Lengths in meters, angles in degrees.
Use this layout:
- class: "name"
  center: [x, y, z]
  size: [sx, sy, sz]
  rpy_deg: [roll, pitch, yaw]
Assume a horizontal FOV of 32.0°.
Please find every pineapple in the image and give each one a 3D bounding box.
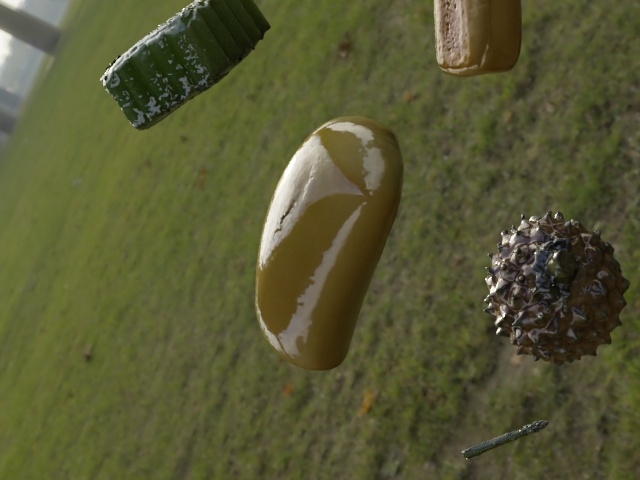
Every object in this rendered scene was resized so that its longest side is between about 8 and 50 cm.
- class: "pineapple"
  center: [0.249, 0.046, 1.183]
  size: [0.193, 0.166, 0.166]
  rpy_deg: [68, -139, -70]

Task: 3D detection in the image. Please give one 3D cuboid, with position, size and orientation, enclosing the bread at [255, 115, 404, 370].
- class: "bread"
  center: [0.000, 0.000, 0.934]
  size: [0.147, 0.098, 0.217]
  rpy_deg: [-97, 20, -58]

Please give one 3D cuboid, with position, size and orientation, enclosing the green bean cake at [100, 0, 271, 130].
- class: "green bean cake"
  center: [-0.190, -0.267, 1.596]
  size: [0.200, 0.113, 0.214]
  rpy_deg: [-29, 15, 32]

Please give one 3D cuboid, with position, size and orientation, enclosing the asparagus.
- class: "asparagus"
  center: [0.224, 0.239, 1.347]
  size: [0.114, 0.014, 0.015]
  rpy_deg: [-26, 8, 17]

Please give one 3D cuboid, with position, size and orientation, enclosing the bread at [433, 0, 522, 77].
- class: "bread"
  center: [0.152, -0.279, 1.077]
  size: [0.092, 0.073, 0.239]
  rpy_deg: [13, 109, 62]
